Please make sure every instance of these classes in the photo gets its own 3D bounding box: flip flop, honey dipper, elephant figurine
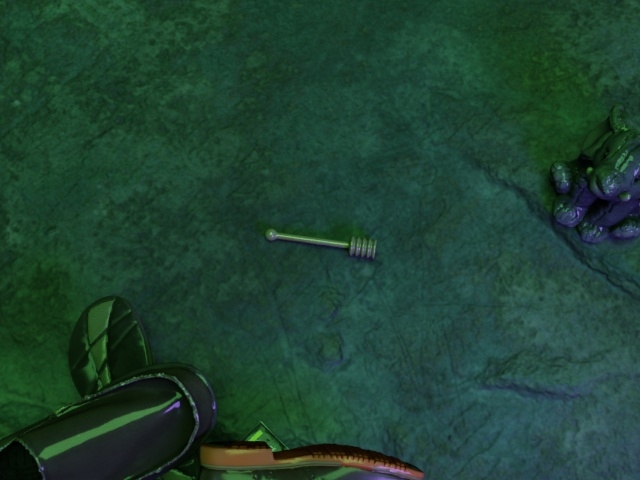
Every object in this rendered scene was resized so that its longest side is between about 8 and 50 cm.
[{"bbox_3d":[-0.236,0.205,1.205,0.112,0.080,0.277,-29,88,5],"label":"flip flop"},{"bbox_3d":[0.000,0.000,1.321,0.161,0.030,0.030,9,68,3],"label":"honey dipper"},{"bbox_3d":[0.421,-0.100,1.266,0.169,0.239,0.186,3,68,-1],"label":"elephant figurine"}]

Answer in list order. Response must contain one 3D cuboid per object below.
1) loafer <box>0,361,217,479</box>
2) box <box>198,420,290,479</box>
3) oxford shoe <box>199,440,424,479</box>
[{"bbox_3d":[-0.293,0.265,1.103,0.366,0.130,0.133,-28,88,4],"label":"loafer"},{"bbox_3d":[-0.094,0.393,1.133,0.216,0.060,0.270,42,67,13],"label":"box"},{"bbox_3d":[-0.011,0.298,1.116,0.271,0.097,0.098,3,84,-1],"label":"oxford shoe"}]
